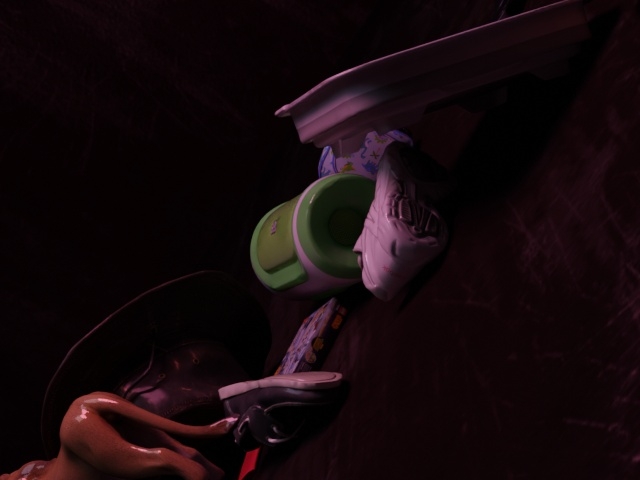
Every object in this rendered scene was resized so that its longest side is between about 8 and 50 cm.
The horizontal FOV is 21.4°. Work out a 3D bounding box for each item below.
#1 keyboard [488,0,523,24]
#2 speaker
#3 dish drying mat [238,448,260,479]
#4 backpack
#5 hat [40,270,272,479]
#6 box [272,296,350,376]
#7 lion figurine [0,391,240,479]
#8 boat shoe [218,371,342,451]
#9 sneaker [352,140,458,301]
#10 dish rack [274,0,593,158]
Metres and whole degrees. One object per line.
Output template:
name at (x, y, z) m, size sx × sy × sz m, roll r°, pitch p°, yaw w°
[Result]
keyboard at (0.246, -0.313, 2.129) m, size 0.108 × 0.023 × 0.180 m, roll -58°, pitch 6°, yaw 43°
speaker at (0.000, 0.000, 1.997) m, size 0.131 × 0.131 × 0.296 m, roll -59°, pitch 8°, yaw -14°
dish drying mat at (-0.078, 0.247, 1.910) m, size 0.032 × 0.008 × 0.083 m, roll -53°, pitch 8°, yaw 21°
backpack at (0.053, -0.103, 2.158) m, size 0.114 × 0.105 × 0.084 m, roll -60°, pitch 6°, yaw 14°
hat at (-0.160, 0.199, 2.018) m, size 0.134 × 0.331 × 0.331 m, roll 32°, pitch 88°, yaw 41°
box at (-0.021, 0.137, 1.931) m, size 0.137 × 0.027 × 0.094 m, roll -61°, pitch 10°, yaw -28°
lion figurine at (-0.253, 0.268, 1.886) m, size 0.392 × 0.240 × 0.142 m, roll -59°, pitch -8°, yaw 31°
boat shoe at (-0.036, 0.178, 1.773) m, size 0.233 × 0.084 × 0.079 m, roll 156°, pitch 109°, yaw -63°
sneaker at (0.076, -0.020, 1.764) m, size 0.115 × 0.090 × 0.232 m, roll -56°, pitch 6°, yaw 29°
dish rack at (0.117, -0.157, 1.720) m, size 0.286 × 0.072 × 0.333 m, roll -18°, pitch 0°, yaw -12°
